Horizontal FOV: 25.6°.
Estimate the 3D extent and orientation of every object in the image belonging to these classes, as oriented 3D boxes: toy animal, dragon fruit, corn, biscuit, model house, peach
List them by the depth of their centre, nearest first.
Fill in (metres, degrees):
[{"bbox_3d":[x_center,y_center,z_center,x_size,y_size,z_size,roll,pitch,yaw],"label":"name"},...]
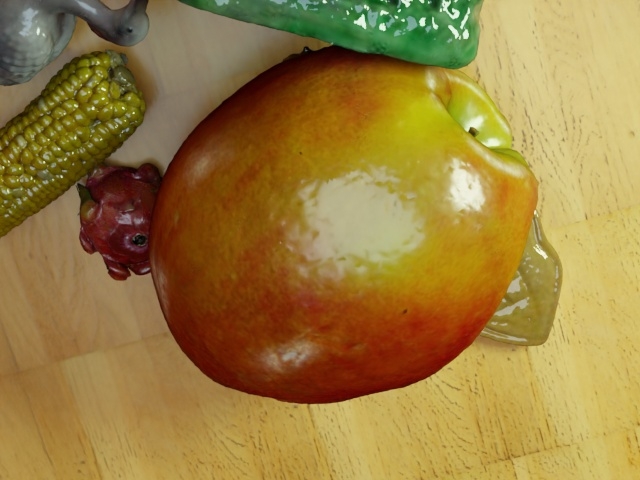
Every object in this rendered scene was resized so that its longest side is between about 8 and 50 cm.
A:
[{"bbox_3d":[0.017,-0.343,1.301,0.312,0.245,0.280,12,109,-12],"label":"model house"},{"bbox_3d":[-0.285,-0.215,1.369,0.324,0.090,0.195,19,138,24],"label":"toy animal"},{"bbox_3d":[0.000,0.000,1.375,0.306,0.242,0.380,29,122,-25],"label":"peach"},{"bbox_3d":[-0.310,-0.074,1.458,0.313,0.102,0.102,-39,102,14],"label":"corn"},{"bbox_3d":[-0.204,-0.021,1.485,0.112,0.068,0.126,1,106,-2],"label":"dragon fruit"},{"bbox_3d":[0.180,0.021,1.511,0.142,0.029,0.220,-23,104,7],"label":"biscuit"}]
